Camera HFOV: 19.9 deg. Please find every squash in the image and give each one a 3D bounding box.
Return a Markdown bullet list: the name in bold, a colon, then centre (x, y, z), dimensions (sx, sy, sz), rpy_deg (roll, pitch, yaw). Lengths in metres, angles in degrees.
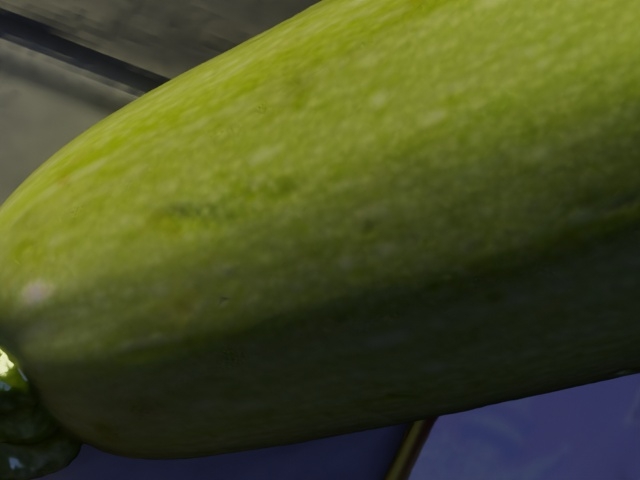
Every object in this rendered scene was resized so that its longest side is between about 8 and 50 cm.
- **squash**: centre (0.000, -0.014, 0.456), dimensions (0.287, 0.137, 0.137), rpy_deg (-13, 93, 14)

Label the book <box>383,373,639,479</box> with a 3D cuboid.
- **book**: centre (0.113, 0.168, 0.516), dimensions (0.262, 0.028, 0.374), rpy_deg (25, 88, -5)
